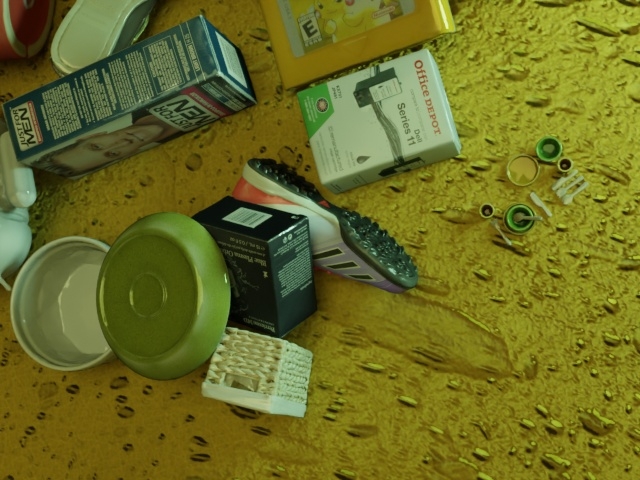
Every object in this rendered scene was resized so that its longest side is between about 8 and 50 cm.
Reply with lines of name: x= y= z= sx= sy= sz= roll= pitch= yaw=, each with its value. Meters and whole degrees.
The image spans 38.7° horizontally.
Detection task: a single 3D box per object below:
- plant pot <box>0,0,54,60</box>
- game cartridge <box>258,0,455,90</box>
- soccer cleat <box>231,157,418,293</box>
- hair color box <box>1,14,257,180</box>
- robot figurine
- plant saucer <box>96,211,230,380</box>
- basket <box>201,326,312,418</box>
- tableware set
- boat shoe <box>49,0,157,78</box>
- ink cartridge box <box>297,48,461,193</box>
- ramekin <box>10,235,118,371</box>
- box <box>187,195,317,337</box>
plant pot: x=-0.590 y=-0.412 z=1.499 sx=0.243 sy=0.275 sz=0.275 roll=7 pitch=84 yaw=5
game cartridge: x=0.023 y=-0.418 z=1.352 sx=0.285 sy=0.052 sz=0.324 roll=-15 pitch=95 yaw=28
soccer cleat: x=0.000 y=0.000 z=1.356 sx=0.318 sy=0.108 sz=0.116 roll=34 pitch=111 yaw=16
hair color box: x=-0.292 y=-0.213 z=1.419 sx=0.347 sy=0.174 sz=0.105 roll=-20 pitch=79 yaw=12
robot figurine: x=-0.581 y=-0.071 z=1.465 sx=0.299 sy=0.199 sz=0.354 roll=-21 pitch=76 yaw=26
plant saucer: x=-0.235 y=0.078 z=1.288 sx=0.240 sy=0.037 sz=0.241 roll=-2 pitch=85 yaw=31
basket: x=-0.084 y=0.191 z=1.309 sx=0.113 sy=0.167 sz=0.103 roll=11 pitch=81 yaw=17
tableware set: x=0.299 y=-0.075 z=1.314 sx=0.154 sy=0.024 sz=0.104 roll=-38 pitch=74 yaw=8
boat shoe: x=-0.330 y=-0.382 z=1.482 sx=0.116 sy=0.097 sz=0.325 roll=27 pitch=71 yaw=-4
ink cartridge box: x=0.088 y=-0.175 z=1.353 sx=0.208 sy=0.087 sz=0.153 roll=-18 pitch=78 yaw=12
ramekin: x=-0.368 y=0.102 z=1.429 sx=0.207 sy=0.109 sz=0.207 roll=-2 pitch=81 yaw=15
box: x=-0.097 y=0.036 z=1.315 sx=0.155 sy=0.093 sz=0.158 roll=15 pitch=124 yaw=35
